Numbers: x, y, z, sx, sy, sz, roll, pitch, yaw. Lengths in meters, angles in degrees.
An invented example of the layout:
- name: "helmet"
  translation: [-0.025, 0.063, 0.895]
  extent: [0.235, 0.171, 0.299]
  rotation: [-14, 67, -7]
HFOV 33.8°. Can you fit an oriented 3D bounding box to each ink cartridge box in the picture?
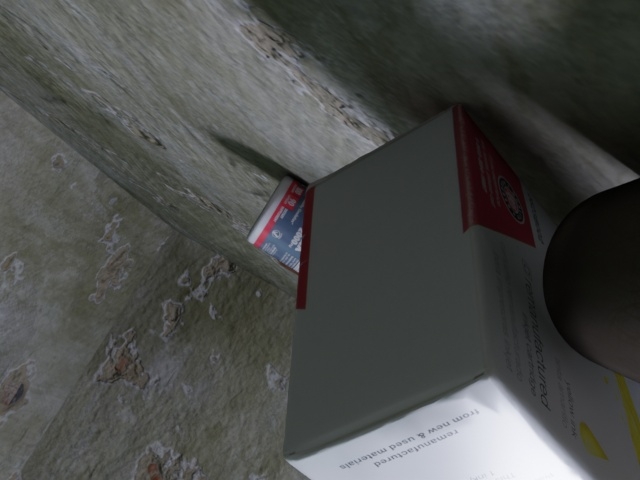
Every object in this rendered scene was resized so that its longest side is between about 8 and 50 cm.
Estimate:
- name: "ink cartridge box"
  translation: [0.156, 0.129, 0.829]
  extent: [0.384, 0.160, 0.279]
  rotation: [45, -150, -32]

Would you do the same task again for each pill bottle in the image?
- name: "pill bottle"
  translation: [0.000, 0.000, 1.453]
  extent: [0.180, 0.108, 0.108]
  rotation: [31, 172, -5]

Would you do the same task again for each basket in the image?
- name: "basket"
  translation: [0.233, 0.029, 0.618]
  extent: [0.204, 0.154, 0.227]
  rotation: [30, 176, -8]
